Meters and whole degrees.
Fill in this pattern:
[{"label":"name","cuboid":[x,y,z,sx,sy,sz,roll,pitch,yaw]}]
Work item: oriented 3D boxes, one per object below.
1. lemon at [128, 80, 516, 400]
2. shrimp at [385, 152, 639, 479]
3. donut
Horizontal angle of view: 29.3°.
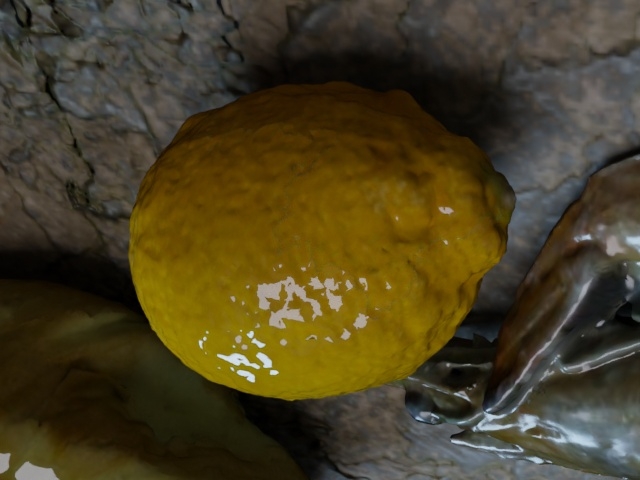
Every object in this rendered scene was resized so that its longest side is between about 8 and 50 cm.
[{"label":"lemon","cuboid":[0.000,0.000,0.545,0.187,0.142,0.142,-10,129,29]},{"label":"shrimp","cuboid":[0.144,0.037,0.572,0.317,0.077,0.168,-3,103,34]},{"label":"donut","cuboid":[-0.170,0.175,0.782,0.360,0.170,0.360,13,140,12]}]
